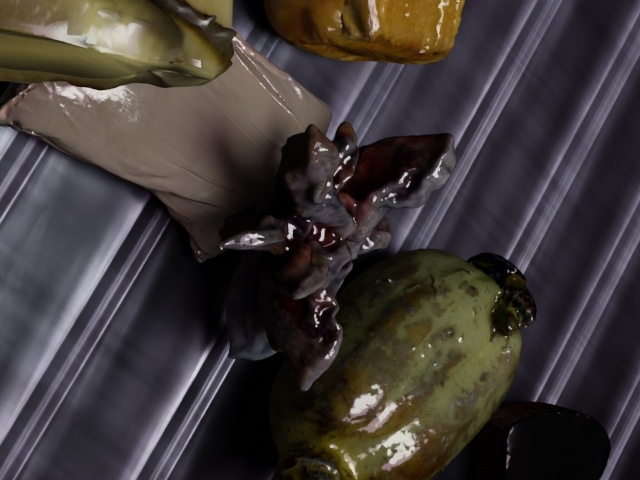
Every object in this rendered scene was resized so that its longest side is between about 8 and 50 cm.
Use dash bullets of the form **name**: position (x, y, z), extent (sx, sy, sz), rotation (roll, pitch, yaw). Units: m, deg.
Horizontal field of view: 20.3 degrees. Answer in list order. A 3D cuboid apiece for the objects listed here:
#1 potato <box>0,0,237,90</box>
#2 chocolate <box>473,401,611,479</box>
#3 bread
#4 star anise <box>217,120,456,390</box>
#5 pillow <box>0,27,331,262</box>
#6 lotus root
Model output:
- **potato**: position (-0.186, -0.221, 1.181), extent (0.242, 0.286, 0.242), rotation (3, 90, -81)
- **chocolate**: position (0.192, 0.214, 1.714), extent (0.125, 0.080, 0.148), rotation (41, 77, -28)
- **bread**: position (0.049, -0.291, 1.437), extent (0.167, 0.132, 0.294), rotation (5, 94, -44)
- **star anise**: position (-0.003, 0.004, 1.401), extent (0.212, 0.129, 0.282), rotation (-52, 172, -28)
- **pillow**: position (-0.113, -0.097, 1.371), extent (0.270, 0.067, 0.173), rotation (38, 79, -41)
- **lotus root**: position (0.055, 0.125, 1.516), extent (0.309, 0.173, 0.173), rotation (-40, 123, -33)
